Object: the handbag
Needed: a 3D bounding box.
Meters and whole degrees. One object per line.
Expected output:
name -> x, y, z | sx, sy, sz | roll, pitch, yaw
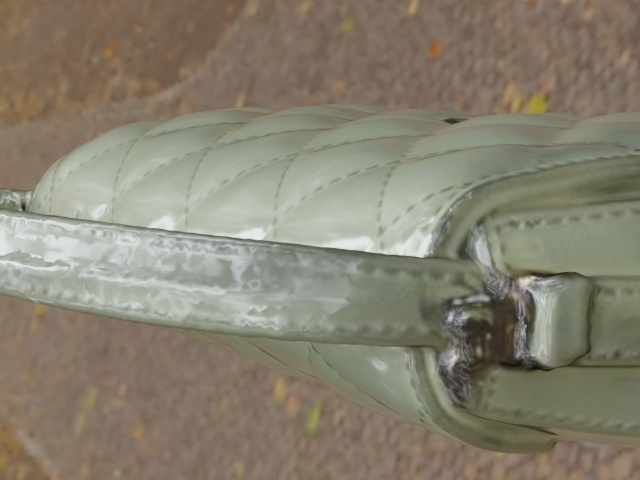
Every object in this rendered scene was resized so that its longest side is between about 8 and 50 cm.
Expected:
handbag -> 0.000, 0.000, 0.450 | 0.256, 0.219, 0.079 | 10, 95, 60
